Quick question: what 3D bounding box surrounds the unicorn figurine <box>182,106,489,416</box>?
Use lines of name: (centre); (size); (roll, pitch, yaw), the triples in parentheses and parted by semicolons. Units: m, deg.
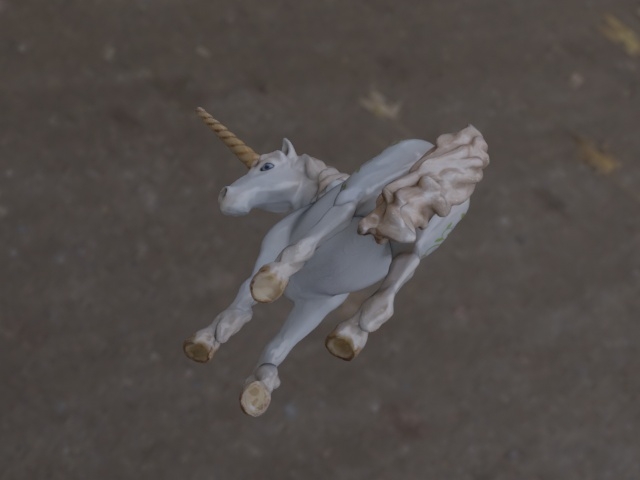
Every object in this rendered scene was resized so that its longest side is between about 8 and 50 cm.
unicorn figurine: (0.000, 0.000, 0.635); (0.060, 0.162, 0.111); (54, 51, -24)
